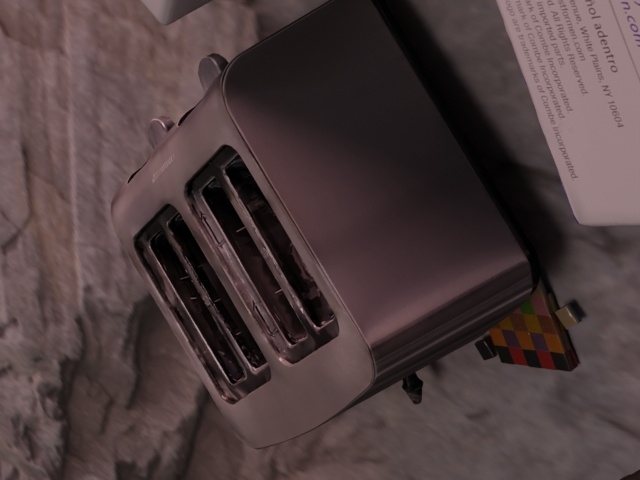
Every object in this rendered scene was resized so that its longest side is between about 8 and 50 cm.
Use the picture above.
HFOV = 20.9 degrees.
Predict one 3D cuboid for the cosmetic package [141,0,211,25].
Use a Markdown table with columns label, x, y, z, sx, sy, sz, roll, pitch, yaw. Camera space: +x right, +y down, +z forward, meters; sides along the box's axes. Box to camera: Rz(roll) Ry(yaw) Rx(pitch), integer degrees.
| label | x | y | z | sx | sy | sz | roll | pitch | yaw |
| --- | --- | --- | --- | --- | --- | --- | --- | --- | --- |
| cosmetic package | -0.044 | -0.199 | 0.629 | 0.117 | 0.085 | 0.231 | 50 | 152 | 14 |

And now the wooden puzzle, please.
| label | x | y | z | sx | sy | sz | roll | pitch | yaw |
| --- | --- | --- | --- | --- | --- | --- | --- | --- | --- |
| wooden puzzle | 0.094 | 0.037 | 0.812 | 0.083 | 0.006 | 0.049 | 4 | 120 | 55 |

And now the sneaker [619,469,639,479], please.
| label | x | y | z | sx | sy | sz | roll | pitch | yaw |
| --- | --- | --- | --- | --- | --- | --- | --- | --- | --- |
| sneaker | 0.216 | 0.241 | 0.698 | 0.343 | 0.134 | 0.146 | 55 | 150 | 3 |

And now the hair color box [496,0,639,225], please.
| label | x | y | z | sx | sy | sz | roll | pitch | yaw |
| --- | --- | --- | --- | --- | --- | --- | --- | --- | --- |
| hair color box | 0.184 | -0.107 | 0.452 | 0.339 | 0.110 | 0.185 | 1 | 117 | 57 |

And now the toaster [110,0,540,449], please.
| label | x | y | z | sx | sy | sz | roll | pitch | yaw |
| --- | --- | --- | --- | --- | --- | --- | --- | --- | --- |
| toaster | 0.000 | 0.000 | 0.805 | 0.186 | 0.110 | 0.168 | 59 | 151 | 4 |
